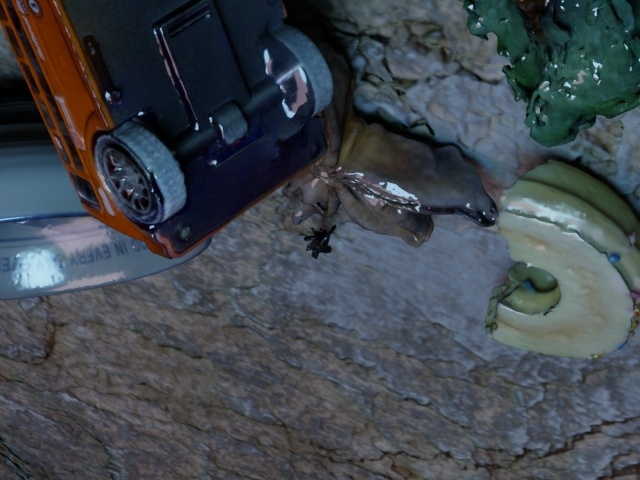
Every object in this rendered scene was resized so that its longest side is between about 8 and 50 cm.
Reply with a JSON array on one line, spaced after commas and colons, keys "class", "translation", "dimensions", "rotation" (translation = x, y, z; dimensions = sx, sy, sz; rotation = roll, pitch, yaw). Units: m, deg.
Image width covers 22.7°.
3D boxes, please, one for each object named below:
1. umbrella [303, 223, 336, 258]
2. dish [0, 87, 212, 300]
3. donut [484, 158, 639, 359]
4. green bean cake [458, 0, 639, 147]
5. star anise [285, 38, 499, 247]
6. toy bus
[{"class": "umbrella", "translation": [-0.003, 0.004, 1.123], "dimensions": [0.022, 0.022, 0.149], "rotation": [40, 173, 0]}, {"class": "dish", "translation": [-0.222, -0.045, 1.164], "dimensions": [0.273, 0.134, 0.273], "rotation": [-8, 167, -2]}, {"class": "donut", "translation": [0.167, 0.017, 1.044], "dimensions": [0.108, 0.065, 0.166], "rotation": [18, 145, 13]}, {"class": "green bean cake", "translation": [0.093, -0.174, 0.728], "dimensions": [0.208, 0.193, 0.107], "rotation": [39, 150, -16]}, {"class": "star anise", "translation": [0.002, -0.065, 1.054], "dimensions": [0.208, 0.063, 0.172], "rotation": [37, 152, -26]}, {"class": "toy bus", "translation": [-0.118, -0.165, 0.884], "dimensions": [0.153, 0.143, 0.329], "rotation": [19, 137, 49]}]
